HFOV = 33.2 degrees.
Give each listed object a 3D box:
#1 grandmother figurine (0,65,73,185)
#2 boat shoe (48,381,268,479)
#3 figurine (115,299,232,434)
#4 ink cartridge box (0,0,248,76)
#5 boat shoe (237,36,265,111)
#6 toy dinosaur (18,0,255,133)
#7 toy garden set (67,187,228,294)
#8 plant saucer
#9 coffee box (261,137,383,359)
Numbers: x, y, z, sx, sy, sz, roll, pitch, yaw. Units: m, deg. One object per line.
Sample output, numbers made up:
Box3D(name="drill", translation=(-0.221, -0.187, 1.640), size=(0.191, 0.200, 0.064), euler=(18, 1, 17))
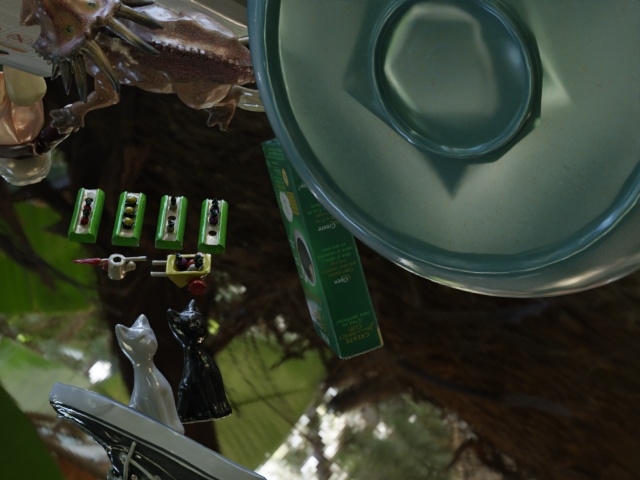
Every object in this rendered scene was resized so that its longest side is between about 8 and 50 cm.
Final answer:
Box3D(name="grandmother figurine", translation=(-0.463, -0.165, 1.596), size=(0.342, 0.208, 0.104), euler=(111, 164, -73))
Box3D(name="boat shoe", translation=(-0.222, 0.280, 1.358), size=(0.105, 0.306, 0.113), euler=(-63, -6, -11))
Box3D(name="figurine", translation=(-0.257, 0.219, 1.824), size=(0.215, 0.092, 0.209), euler=(-13, -88, -57))
Box3D(name="ink cartridge box", translation=(-0.302, -0.284, 1.194), size=(0.308, 0.385, 0.091), euler=(15, -104, -51))
Box3D(name="boat shoe", translation=(-0.035, -0.215, 1.355), size=(0.098, 0.302, 0.109), euler=(16, -97, -50))
Box3D(name="toy dinosaur", translation=(-0.141, -0.170, 0.959), size=(0.200, 0.296, 0.127), euler=(165, 106, -73))
Box3D(name="toy garden set", translation=(-0.270, -0.010, 1.676), size=(0.203, 0.244, 0.049), euler=(-91, 7, -47))
Box3D(name="plant saucer", translation=(0.081, -0.100, 0.612), size=(0.044, 0.318, 0.317), euler=(-40, -24, -48))
Box3D(name="coffee box", translation=(0.000, 0.000, 0.907), size=(0.040, 0.184, 0.113), euler=(-17, 8, -10))
